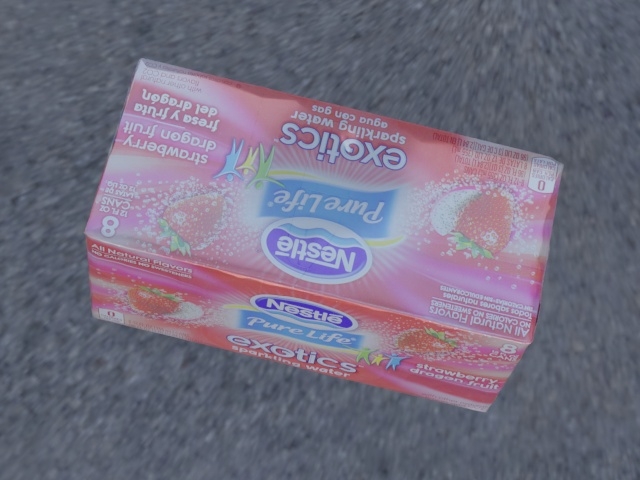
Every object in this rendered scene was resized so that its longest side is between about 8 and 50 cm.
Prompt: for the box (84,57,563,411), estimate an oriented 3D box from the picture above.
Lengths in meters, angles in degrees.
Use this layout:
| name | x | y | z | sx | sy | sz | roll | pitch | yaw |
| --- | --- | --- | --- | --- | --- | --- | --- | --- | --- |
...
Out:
| name | x | y | z | sx | sy | sz | roll | pitch | yaw |
| --- | --- | --- | --- | --- | --- | --- | --- | --- | --- |
| box | 0.000 | 0.000 | 1.051 | 0.300 | 0.154 | 0.142 | 14 | 65 | -1 |
